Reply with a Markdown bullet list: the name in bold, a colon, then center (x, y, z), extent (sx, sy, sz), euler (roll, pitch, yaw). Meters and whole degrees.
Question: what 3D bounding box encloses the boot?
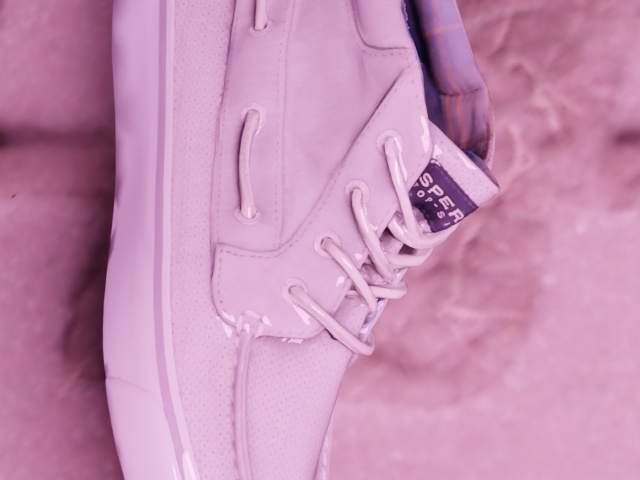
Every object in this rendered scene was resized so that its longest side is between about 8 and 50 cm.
- **boot**: center (0.000, 0.000, 0.617), extent (0.123, 0.095, 0.258), euler (-14, 71, 23)
